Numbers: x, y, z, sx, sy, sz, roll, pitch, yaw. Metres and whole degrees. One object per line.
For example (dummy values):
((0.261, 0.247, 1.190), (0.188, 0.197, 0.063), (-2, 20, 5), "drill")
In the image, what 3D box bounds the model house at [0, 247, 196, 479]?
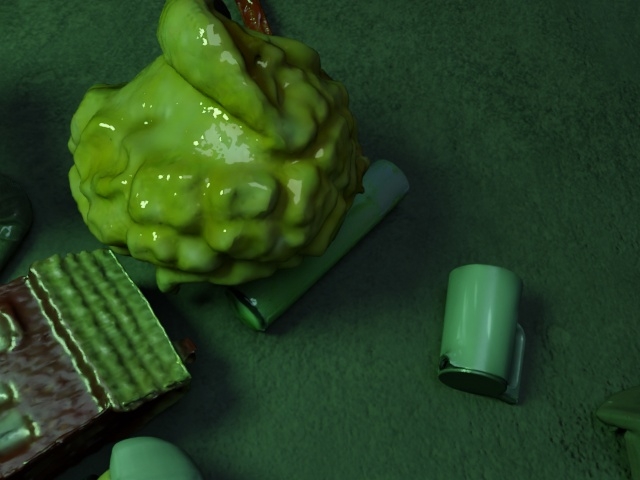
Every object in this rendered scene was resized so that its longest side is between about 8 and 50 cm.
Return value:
((-0.274, 0.131, 0.705), (0.254, 0.160, 0.196), (-26, 71, -31), "model house")

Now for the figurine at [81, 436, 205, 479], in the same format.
((-0.222, 0.283, 0.633), (0.236, 0.176, 0.133), (-20, 54, -16), "figurine")

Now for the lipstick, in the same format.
((0.000, 0.000, 0.877), (0.076, 0.076, 0.304), (42, 63, 10), "lipstick")

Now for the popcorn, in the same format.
((-0.120, -0.123, 0.737), (0.348, 0.382, 0.349), (-1, 24, 1), "popcorn")

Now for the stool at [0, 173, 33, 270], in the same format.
((-0.525, -0.037, 0.699), (0.310, 0.226, 0.310), (23, 59, 0), "stool")

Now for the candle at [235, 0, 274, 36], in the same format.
((-0.106, -0.342, 1.043), (0.048, 0.053, 0.162), (-16, 70, -13), "candle")

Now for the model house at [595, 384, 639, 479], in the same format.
((0.489, 0.268, 0.823), (0.229, 0.122, 0.188), (-15, 80, -4), "model house")

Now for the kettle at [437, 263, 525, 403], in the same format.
((0.211, 0.123, 0.859), (0.098, 0.127, 0.148), (1, 61, 25), "kettle")
